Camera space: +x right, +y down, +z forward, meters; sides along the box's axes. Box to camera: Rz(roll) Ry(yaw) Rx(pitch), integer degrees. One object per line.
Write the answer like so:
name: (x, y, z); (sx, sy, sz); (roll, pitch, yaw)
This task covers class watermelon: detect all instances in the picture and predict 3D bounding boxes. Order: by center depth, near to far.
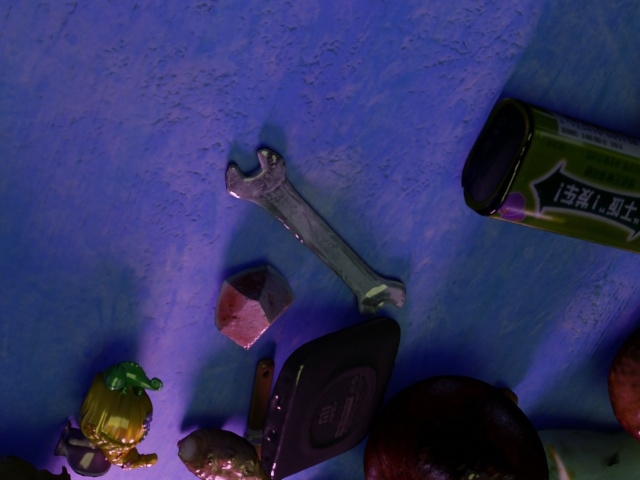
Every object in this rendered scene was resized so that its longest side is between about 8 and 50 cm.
watermelon: (-0.067, 0.078, 1.230); (0.092, 0.072, 0.085); (-3, 141, -24)

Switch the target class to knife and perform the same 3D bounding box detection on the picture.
knife: (-0.075, 0.250, 1.375); (0.046, 0.022, 0.256); (-5, 125, -23)

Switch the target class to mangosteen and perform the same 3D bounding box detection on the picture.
mangosteen: (0.186, 0.269, 1.383); (0.261, 0.235, 0.236); (-31, 138, -44)

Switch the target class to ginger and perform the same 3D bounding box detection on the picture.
ginger: (-0.095, 0.274, 1.329); (0.165, 0.096, 0.067); (34, 69, -24)

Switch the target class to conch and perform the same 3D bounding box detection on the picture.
conch: (0.361, 0.338, 1.528); (0.250, 0.143, 0.137); (13, 125, -30)

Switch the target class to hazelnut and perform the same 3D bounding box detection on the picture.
hazelnut: (0.486, 0.187, 1.461); (0.208, 0.208, 0.208); (-10, 126, -14)

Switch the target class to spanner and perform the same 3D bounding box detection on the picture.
spanner: (0.000, 0.000, 1.233); (0.071, 0.017, 0.302); (-38, 127, 8)

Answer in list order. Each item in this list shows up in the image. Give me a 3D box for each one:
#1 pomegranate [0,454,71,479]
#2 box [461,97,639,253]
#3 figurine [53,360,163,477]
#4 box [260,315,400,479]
pomegranate: (-0.370, 0.385, 1.226); (0.260, 0.260, 0.341); (10, 132, -26)
box: (0.332, -0.061, 1.272); (0.345, 0.097, 0.134); (11, 110, -27)
figurine: (-0.218, 0.200, 1.237); (0.114, 0.095, 0.156); (21, 118, -19)
box: (0.017, 0.188, 1.315); (0.201, 0.042, 0.213); (-15, 131, -43)
